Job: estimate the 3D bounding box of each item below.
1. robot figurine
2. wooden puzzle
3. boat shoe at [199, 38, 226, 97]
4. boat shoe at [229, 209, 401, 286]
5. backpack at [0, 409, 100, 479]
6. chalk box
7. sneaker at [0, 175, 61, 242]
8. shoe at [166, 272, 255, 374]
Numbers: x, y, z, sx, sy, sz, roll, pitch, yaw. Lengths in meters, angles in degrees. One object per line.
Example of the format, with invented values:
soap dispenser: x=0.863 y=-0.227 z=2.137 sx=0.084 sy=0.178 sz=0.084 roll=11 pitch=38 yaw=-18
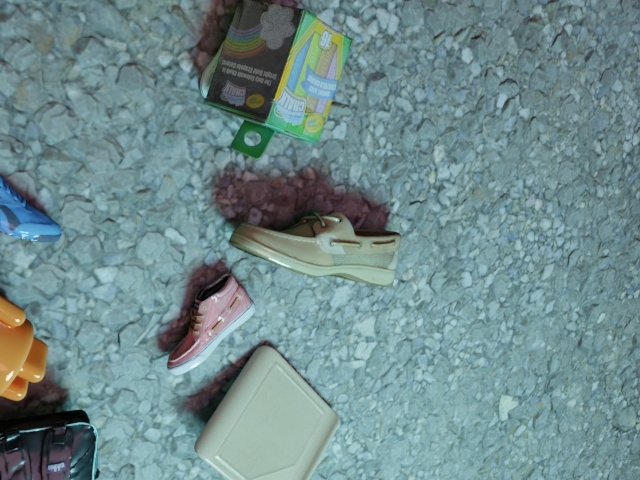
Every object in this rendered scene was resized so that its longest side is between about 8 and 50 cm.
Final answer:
robot figurine: x=-0.478 y=0.135 z=0.895 sx=0.219 sy=0.158 sz=0.128 roll=38 pitch=56 yaw=-33
wooden puzzle: x=-0.090 y=0.340 z=1.199 sx=0.239 sy=0.044 sz=0.221 roll=49 pitch=59 yaw=-27
boat shoe: x=-0.147 y=-0.258 z=1.010 sx=0.035 sy=0.035 sz=0.100 roll=31 pitch=89 yaw=-33
boat shoe: x=0.000 y=0.000 z=1.134 sx=0.341 sy=0.121 sz=0.110 roll=12 pitch=95 yaw=-42
backpack: x=-0.412 y=0.352 z=0.984 sx=0.166 sy=0.144 sz=0.188 roll=-3 pitch=87 yaw=-29
chalk box: x=-0.068 y=-0.224 z=0.987 sx=0.132 sy=0.132 sz=0.213 roll=9 pitch=104 yaw=-56
sneaker: x=-0.436 y=-0.061 z=0.891 sx=0.209 sy=0.069 sz=0.082 roll=26 pitch=88 yaw=-33
shoe: x=-0.193 y=0.133 z=1.095 sx=0.178 sy=0.063 sz=0.081 roll=-41 pitch=119 yaw=-18
